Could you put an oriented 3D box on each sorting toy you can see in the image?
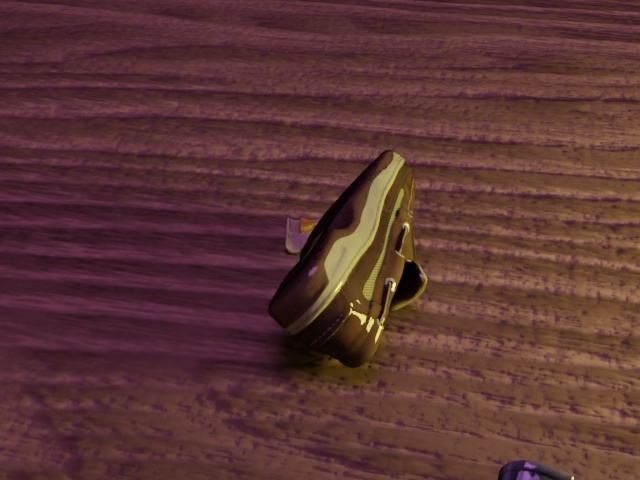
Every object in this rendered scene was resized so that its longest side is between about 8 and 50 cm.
[{"bbox_3d":[0.000,0.000,1.085,0.062,0.012,0.083,2,29,-1],"label":"sorting toy"}]

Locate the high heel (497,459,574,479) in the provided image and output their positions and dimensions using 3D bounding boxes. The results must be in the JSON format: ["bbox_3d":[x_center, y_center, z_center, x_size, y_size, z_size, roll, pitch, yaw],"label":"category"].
[{"bbox_3d":[0.197,0.238,0.647,0.261,0.093,0.186,17,53,1],"label":"high heel"}]

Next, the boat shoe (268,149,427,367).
[{"bbox_3d":[0.039,0.018,1.001,0.095,0.095,0.257,41,35,-5],"label":"boat shoe"}]
